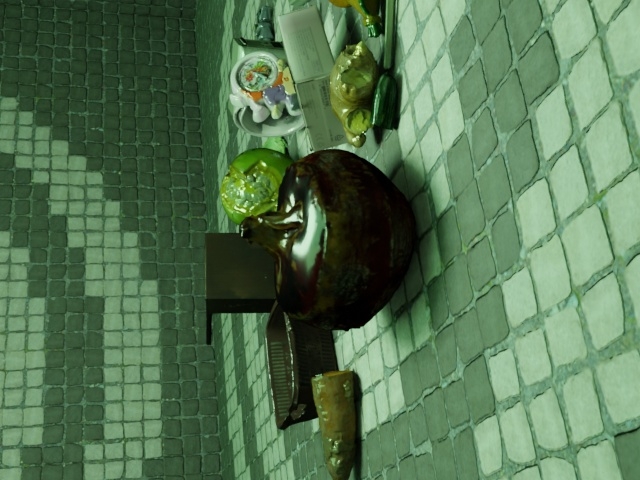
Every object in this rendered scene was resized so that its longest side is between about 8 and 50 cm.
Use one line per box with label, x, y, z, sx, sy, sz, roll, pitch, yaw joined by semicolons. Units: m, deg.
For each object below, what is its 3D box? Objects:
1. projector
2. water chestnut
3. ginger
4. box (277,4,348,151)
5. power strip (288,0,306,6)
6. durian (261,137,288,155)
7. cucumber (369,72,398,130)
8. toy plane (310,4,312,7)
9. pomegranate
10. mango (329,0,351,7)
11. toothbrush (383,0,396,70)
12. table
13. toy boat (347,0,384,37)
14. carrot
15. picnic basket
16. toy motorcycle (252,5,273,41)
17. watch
projector;-0.165;-0.445;2.275;0.163;0.177;0.243;-120;35;-64
water chestnut;0.000;0.000;1.460;0.350;0.302;0.350;-179;90;-70
ginger;0.068;-0.298;1.568;0.216;0.102;0.157;92;-177;-46
box;-0.014;-0.355;1.763;0.203;0.106;0.252;72;-177;-50
power strip;-0.035;-0.683;2.060;0.270;0.046;0.118;-161;72;-74
durian;-0.134;-0.244;2.358;0.215;0.086;0.100;-107;37;-52
cucumber;0.122;-0.262;1.503;0.048;0.048;0.105;-134;50;-68
toy plane;-0.043;-0.513;2.064;0.189;0.061;0.130;113;152;-63
pomegranate;-0.127;-0.120;2.140;0.302;0.236;0.236;32;127;32
mango;0.058;-0.563;1.652;0.115;0.089;0.165;-116;33;-55
toothbrush;0.134;-0.467;1.498;0.028;0.026;0.294;25;114;56
table;-0.180;0.133;2.114;0.282;0.250;0.196;100;167;-58
toy boat;0.100;-0.514;1.551;0.088;0.089;0.230;23;117;30
carrot;0.034;0.408;1.720;0.102;0.102;0.263;163;104;-73
picnic basket;-0.042;0.288;1.919;0.222;0.129;0.297;113;152;-52
toy motorcycle;-0.181;-0.647;2.548;0.124;0.061;0.193;-143;55;-67
watch;-0.109;-0.355;2.077;0.231;0.244;0.196;73;-169;-64
